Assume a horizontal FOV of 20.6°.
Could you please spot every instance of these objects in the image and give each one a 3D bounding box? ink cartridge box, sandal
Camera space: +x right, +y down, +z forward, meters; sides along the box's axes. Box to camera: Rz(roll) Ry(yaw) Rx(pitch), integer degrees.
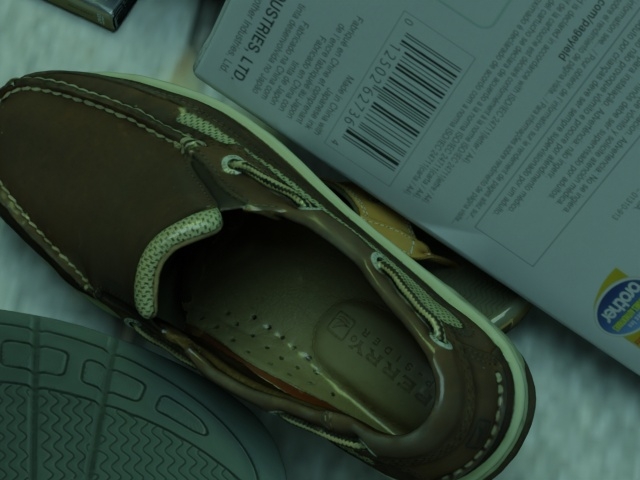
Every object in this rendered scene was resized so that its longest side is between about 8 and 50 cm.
[{"bbox_3d":[0.118,-0.046,0.644,0.311,0.186,0.065,36,49,3],"label":"ink cartridge box"},{"bbox_3d":[0.000,0.000,0.718,0.180,0.049,0.072,17,65,8],"label":"sandal"}]

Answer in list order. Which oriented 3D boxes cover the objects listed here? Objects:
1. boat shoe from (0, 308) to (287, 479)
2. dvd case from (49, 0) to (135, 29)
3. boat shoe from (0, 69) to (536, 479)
[{"bbox_3d":[-0.174,0.100,0.648,0.321,0.103,0.118,0,45,-9],"label":"boat shoe"},{"bbox_3d":[-0.152,-0.207,0.837,0.221,0.018,0.164,25,66,11],"label":"dvd case"},{"bbox_3d":[-0.039,0.002,0.654,0.257,0.095,0.095,28,94,23],"label":"boat shoe"}]
